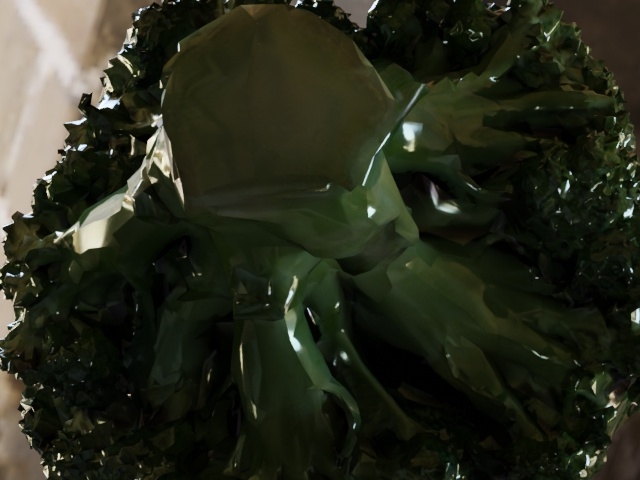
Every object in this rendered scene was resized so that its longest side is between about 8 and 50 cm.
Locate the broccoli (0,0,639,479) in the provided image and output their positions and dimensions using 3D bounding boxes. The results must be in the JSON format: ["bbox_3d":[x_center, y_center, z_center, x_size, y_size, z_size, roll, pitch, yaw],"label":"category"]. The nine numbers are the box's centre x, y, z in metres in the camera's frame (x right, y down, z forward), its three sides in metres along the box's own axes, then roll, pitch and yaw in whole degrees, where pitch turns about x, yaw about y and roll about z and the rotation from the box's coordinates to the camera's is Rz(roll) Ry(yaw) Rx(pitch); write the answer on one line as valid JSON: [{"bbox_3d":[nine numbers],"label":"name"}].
[{"bbox_3d":[0.000,0.000,0.724,0.270,0.270,0.270,22,-18,15],"label":"broccoli"}]
